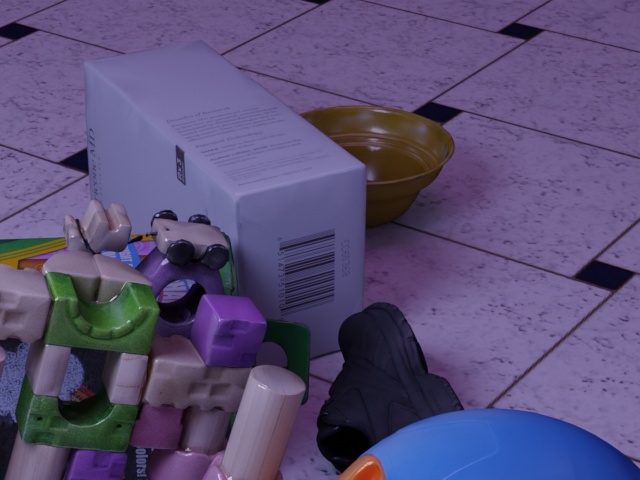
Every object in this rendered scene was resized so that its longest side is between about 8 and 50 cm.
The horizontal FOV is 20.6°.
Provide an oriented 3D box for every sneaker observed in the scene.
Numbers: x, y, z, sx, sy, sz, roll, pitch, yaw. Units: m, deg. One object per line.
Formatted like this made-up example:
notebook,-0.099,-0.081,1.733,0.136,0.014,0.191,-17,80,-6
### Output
sneaker,0.049,0.149,1.624,0.130,0.109,0.286,-23,24,-5

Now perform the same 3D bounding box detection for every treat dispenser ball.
treat dispenser ball,0.119,0.260,1.209,0.288,0.288,0.288,0,28,0

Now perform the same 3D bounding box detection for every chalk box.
chalk box,-0.156,0.108,1.612,0.289,0.180,0.179,-1,28,-6

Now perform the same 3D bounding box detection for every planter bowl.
planter bowl,0.046,-0.075,2.053,0.217,0.090,0.217,1,28,-1

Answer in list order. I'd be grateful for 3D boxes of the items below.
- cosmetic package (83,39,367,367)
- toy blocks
cosmetic package,-0.109,-0.046,1.869,0.156,0.217,0.385,-15,30,-27
toy blocks,-0.197,0.145,1.346,0.289,0.260,0.309,7,24,-23
